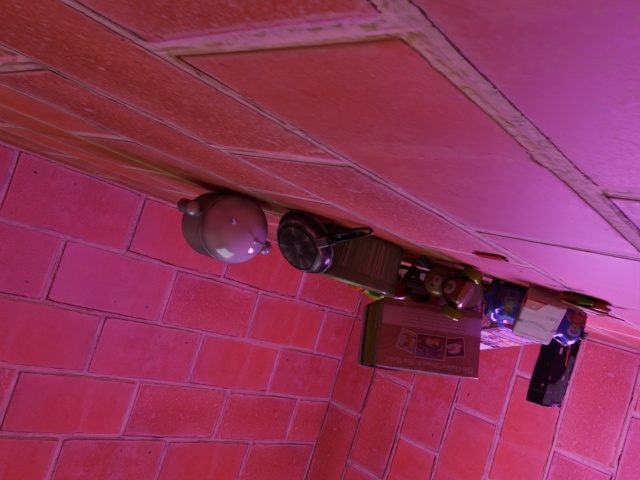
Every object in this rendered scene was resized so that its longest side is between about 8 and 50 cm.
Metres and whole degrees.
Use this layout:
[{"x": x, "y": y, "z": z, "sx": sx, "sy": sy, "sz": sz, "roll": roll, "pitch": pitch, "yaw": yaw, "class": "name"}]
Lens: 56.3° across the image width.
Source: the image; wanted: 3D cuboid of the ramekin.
[{"x": 0.104, "y": 0.059, "z": 1.830, "sx": 0.304, "sy": 0.148, "sz": 0.303, "roll": 18, "pitch": 176, "yaw": 1, "class": "ramekin"}]

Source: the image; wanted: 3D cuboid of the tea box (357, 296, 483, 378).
[{"x": 0.318, "y": 0.330, "z": 1.982, "sx": 0.329, "sy": 0.219, "sz": 0.323, "roll": 9, "pitch": 168, "yaw": -7, "class": "tea box"}]

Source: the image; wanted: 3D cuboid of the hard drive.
[{"x": 0.799, "y": 0.392, "z": 2.019, "sx": 0.064, "sy": 0.338, "sz": 0.237, "roll": 14, "pitch": 175, "yaw": 40, "class": "hard drive"}]

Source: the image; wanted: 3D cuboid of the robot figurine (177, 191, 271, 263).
[{"x": -0.285, "y": -0.040, "z": 1.785, "sx": 0.300, "sy": 0.199, "sz": 0.354, "roll": 27, "pitch": 171, "yaw": -31, "class": "robot figurine"}]

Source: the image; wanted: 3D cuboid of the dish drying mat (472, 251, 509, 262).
[{"x": 0.380, "y": 0.036, "z": 1.338, "sx": 0.032, "sy": 0.008, "sz": 0.083, "roll": 21, "pitch": 176, "yaw": -32, "class": "dish drying mat"}]

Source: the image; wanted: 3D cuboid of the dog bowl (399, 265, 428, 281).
[{"x": 0.500, "y": 0.233, "z": 2.504, "sx": 0.408, "sy": 0.150, "sz": 0.408, "roll": 18, "pitch": 176, "yaw": 1, "class": "dog bowl"}]

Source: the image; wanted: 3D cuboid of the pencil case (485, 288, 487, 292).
[{"x": 0.695, "y": 0.239, "z": 2.297, "sx": 0.152, "sy": 0.070, "sz": 0.064, "roll": 16, "pitch": 175, "yaw": 13, "class": "pencil case"}]

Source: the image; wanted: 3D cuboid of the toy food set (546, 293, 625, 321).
[{"x": 0.705, "y": 0.167, "z": 1.584, "sx": 0.192, "sy": 0.038, "sz": 0.132, "roll": 14, "pitch": -175, "yaw": -30, "class": "toy food set"}]

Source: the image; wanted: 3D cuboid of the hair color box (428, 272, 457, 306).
[{"x": 0.433, "y": 0.180, "z": 2.105, "sx": 0.072, "sy": 0.141, "sz": 0.043, "roll": 21, "pitch": 175, "yaw": -33, "class": "hair color box"}]

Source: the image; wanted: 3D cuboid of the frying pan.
[{"x": 0.000, "y": 0.026, "z": 1.644, "sx": 0.326, "sy": 0.197, "sz": 0.053, "roll": 17, "pitch": -145, "yaw": 34, "class": "frying pan"}]

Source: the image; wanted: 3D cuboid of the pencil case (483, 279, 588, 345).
[{"x": 0.651, "y": 0.222, "z": 1.823, "sx": 0.306, "sy": 0.133, "sz": 0.119, "roll": 18, "pitch": 176, "yaw": 13, "class": "pencil case"}]

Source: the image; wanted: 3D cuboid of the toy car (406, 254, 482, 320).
[{"x": 0.354, "y": 0.124, "z": 1.760, "sx": 0.188, "sy": 0.155, "sz": 0.149, "roll": 29, "pitch": 180, "yaw": 20, "class": "toy car"}]

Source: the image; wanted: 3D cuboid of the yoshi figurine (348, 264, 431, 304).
[{"x": 0.296, "y": 0.180, "z": 2.225, "sx": 0.362, "sy": 0.203, "sz": 0.203, "roll": 26, "pitch": 136, "yaw": -4, "class": "yoshi figurine"}]

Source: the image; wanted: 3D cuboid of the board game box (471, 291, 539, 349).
[{"x": 0.622, "y": 0.293, "z": 2.168, "sx": 0.232, "sy": 0.141, "sz": 0.291, "roll": 22, "pitch": 154, "yaw": -32, "class": "board game box"}]

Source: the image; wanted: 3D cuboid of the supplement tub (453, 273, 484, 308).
[{"x": 0.479, "y": 0.171, "z": 1.974, "sx": 0.117, "sy": 0.116, "sz": 0.190, "roll": 17, "pitch": 175, "yaw": 15, "class": "supplement tub"}]

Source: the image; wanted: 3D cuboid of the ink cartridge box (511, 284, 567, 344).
[{"x": 0.623, "y": 0.213, "z": 1.705, "sx": 0.109, "sy": 0.063, "sz": 0.150, "roll": 17, "pitch": 131, "yaw": 11, "class": "ink cartridge box"}]
